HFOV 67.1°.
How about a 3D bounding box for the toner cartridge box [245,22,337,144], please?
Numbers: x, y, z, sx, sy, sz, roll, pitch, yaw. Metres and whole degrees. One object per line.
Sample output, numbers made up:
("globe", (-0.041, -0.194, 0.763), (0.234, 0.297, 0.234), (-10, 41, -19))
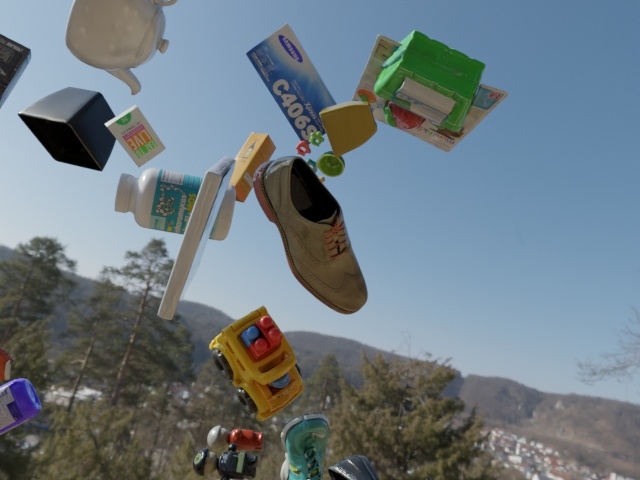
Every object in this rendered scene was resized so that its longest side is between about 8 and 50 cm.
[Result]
("toner cartridge box", (-0.075, -0.496, 1.564), (0.348, 0.165, 0.075), (56, 12, -13))

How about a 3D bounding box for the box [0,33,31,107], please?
("box", (-0.895, -0.466, 1.222), (0.231, 0.183, 0.056), (24, -25, -24))

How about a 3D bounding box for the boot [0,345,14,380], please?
("boot", (-0.874, 0.306, 1.304), (0.085, 0.158, 0.059), (0, -22, -22))

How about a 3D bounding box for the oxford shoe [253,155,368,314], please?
("oxford shoe", (0.000, 0.000, 0.908), (0.348, 0.123, 0.130), (56, -27, -15))

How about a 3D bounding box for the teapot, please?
("teapot", (-0.426, -0.481, 1.068), (0.187, 0.252, 0.256), (24, -1, -21))

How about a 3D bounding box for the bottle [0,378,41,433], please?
("bottle", (-0.909, 0.483, 1.282), (0.118, 0.283, 0.092), (59, -21, 9))

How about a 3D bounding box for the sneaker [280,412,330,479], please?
("sneaker", (-0.022, 0.469, 1.011), (0.107, 0.275, 0.110), (-7, 31, -15))

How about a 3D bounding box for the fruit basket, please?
("fruit basket", (0.248, -0.349, 1.236), (0.327, 0.165, 0.353), (25, -19, -3))

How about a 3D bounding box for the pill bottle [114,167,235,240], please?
("pill bottle", (-0.346, -0.090, 1.160), (0.264, 0.146, 0.146), (10, -14, -17))

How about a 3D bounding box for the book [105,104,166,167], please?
("book", (-0.502, -0.284, 1.320), (0.035, 0.096, 0.144), (43, -14, 43))

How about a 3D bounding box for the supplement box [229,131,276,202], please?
("supplement box", (-0.236, -0.240, 1.570), (0.078, 0.233, 0.080), (15, -22, 31))

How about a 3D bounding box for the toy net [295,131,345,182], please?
("toy net", (-0.040, -0.177, 1.246), (0.122, 0.045, 0.232), (36, -45, -19))

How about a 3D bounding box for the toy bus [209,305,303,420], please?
("toy bus", (-0.120, 0.253, 1.041), (0.220, 0.149, 0.211), (54, -32, 12))

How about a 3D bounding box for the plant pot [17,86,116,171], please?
("plant pot", (-0.700, -0.337, 1.399), (0.188, 0.167, 0.187), (15, -31, 18))

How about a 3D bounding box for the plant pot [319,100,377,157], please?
("plant pot", (0.054, -0.202, 0.841), (0.083, 0.081, 0.081), (-18, 18, 12))

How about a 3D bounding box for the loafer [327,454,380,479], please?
("loafer", (0.083, 0.448, 0.785), (0.078, 0.076, 0.223), (0, 21, -26))

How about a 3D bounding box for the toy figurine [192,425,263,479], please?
("toy figurine", (-0.227, 0.581, 1.183), (0.148, 0.209, 0.213), (5, 3, -1))

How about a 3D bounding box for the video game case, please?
("video game case", (-0.168, -0.014, 0.678), (0.023, 0.201, 0.183), (20, 13, -10))
